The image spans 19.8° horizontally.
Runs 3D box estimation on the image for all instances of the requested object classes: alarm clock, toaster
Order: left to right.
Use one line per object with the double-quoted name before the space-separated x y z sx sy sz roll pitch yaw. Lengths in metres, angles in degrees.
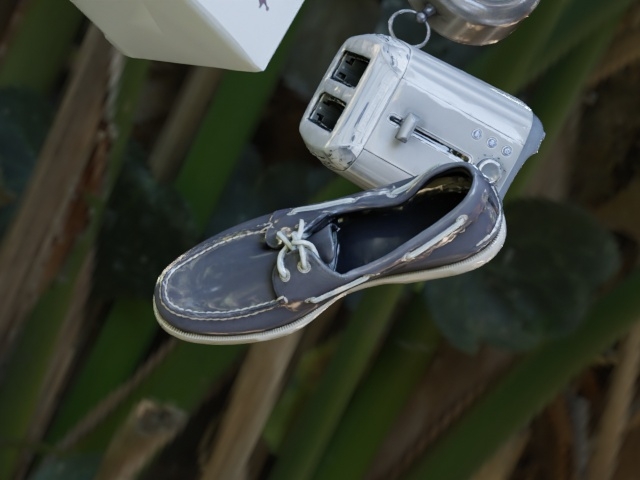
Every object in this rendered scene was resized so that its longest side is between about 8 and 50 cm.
"toaster" 0.076 -0.090 1.499 0.146 0.129 0.227 29 5 -14
"alarm clock" 0.130 -0.236 1.668 0.129 0.192 0.064 46 -25 0

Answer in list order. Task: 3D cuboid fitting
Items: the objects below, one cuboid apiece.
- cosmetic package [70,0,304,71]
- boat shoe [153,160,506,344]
"cosmetic package" -0.042 -0.299 0.695 0.097 0.377 0.284 13 -22 43
"boat shoe" 0.000 0.000 1.019 0.065 0.206 0.075 68 7 -62
